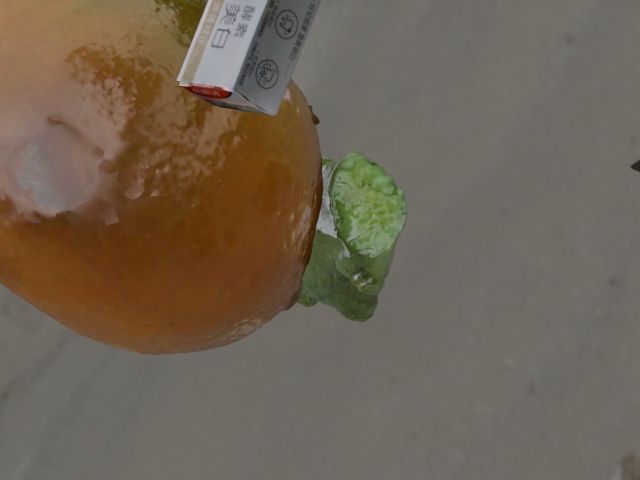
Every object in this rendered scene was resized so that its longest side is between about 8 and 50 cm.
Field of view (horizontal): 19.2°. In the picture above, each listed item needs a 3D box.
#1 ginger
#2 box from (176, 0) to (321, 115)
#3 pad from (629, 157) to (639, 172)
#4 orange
[{"bbox_3d":[0.000,-0.001,1.555,0.089,0.137,0.290,-36,13,-16],"label":"ginger"},{"bbox_3d":[-0.018,-0.181,1.115,0.055,0.039,0.218,14,80,46],"label":"box"},{"bbox_3d":[0.359,-0.080,1.362,0.235,0.158,0.003,-32,51,41],"label":"pad"},{"bbox_3d":[-0.160,-0.069,1.351,0.274,0.274,0.310,-35,61,-7],"label":"orange"}]
